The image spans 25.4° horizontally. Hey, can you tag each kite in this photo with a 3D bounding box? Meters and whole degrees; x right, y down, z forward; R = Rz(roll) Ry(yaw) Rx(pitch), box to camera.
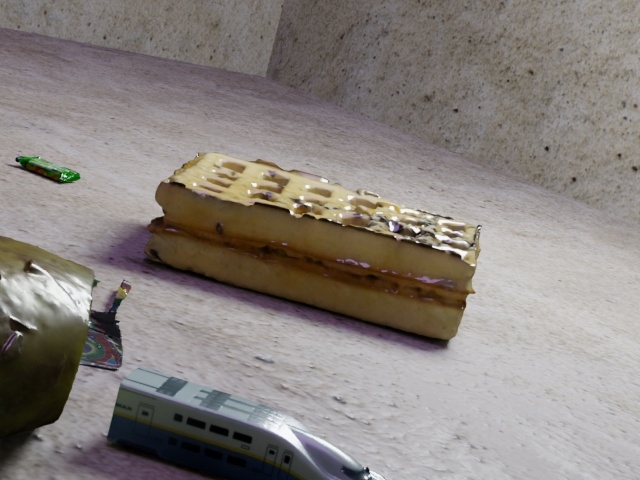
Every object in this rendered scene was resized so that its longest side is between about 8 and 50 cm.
[{"bbox_3d":[-0.239,0.059,1.315,0.152,0.015,0.285,14,11,-2],"label":"kite"}]

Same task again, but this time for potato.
[{"bbox_3d":[-0.237,0.061,0.980,0.176,0.141,0.298,26,14,12],"label":"potato"}]

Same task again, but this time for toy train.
[{"bbox_3d":[-0.034,0.152,1.022,0.234,0.051,0.052,16,15,9],"label":"toy train"}]

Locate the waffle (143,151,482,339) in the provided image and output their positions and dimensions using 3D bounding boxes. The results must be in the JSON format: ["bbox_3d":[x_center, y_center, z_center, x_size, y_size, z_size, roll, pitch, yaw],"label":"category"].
[{"bbox_3d":[0.000,-0.001,1.669,0.376,0.114,0.261,16,10,5],"label":"waffle"}]

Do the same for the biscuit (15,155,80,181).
[{"bbox_3d":[-0.366,-0.095,1.925,0.089,0.016,0.046,20,14,28],"label":"biscuit"}]
